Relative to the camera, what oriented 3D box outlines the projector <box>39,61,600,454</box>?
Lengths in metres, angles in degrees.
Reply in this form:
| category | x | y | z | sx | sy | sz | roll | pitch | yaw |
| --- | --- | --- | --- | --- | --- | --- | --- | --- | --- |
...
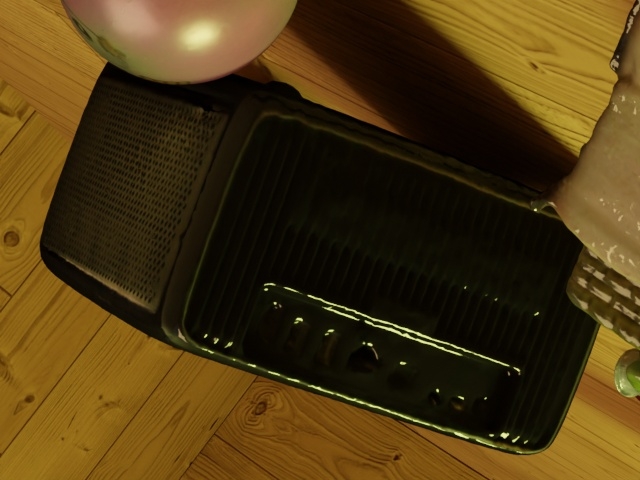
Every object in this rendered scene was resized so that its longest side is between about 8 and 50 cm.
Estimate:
| category | x | y | z | sx | sy | sz | roll | pitch | yaw |
| --- | --- | --- | --- | --- | --- | --- | --- | --- | --- |
| projector | 0.000 | 0.000 | 1.725 | 0.395 | 0.242 | 0.405 | 21 | -179 | -24 |

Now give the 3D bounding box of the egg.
| category | x | y | z | sx | sy | sz | roll | pitch | yaw |
| --- | --- | --- | --- | --- | --- | --- | --- | --- | --- |
| egg | -0.104 | -0.213 | 1.499 | 0.196 | 0.196 | 0.271 | 36 | -173 | 11 |

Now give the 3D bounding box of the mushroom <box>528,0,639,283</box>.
| category | x | y | z | sx | sy | sz | roll | pitch | yaw |
| --- | --- | --- | --- | --- | --- | --- | --- | --- | --- |
| mushroom | 0.242 | -0.076 | 0.907 | 0.173 | 0.162 | 0.236 | 40 | 138 | 21 |

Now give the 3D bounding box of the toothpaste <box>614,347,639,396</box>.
| category | x | y | z | sx | sy | sz | roll | pitch | yaw |
| --- | --- | --- | --- | --- | --- | --- | --- | --- | --- |
| toothpaste | 0.385 | 0.148 | 1.918 | 0.089 | 0.057 | 0.234 | 44 | 162 | -31 |

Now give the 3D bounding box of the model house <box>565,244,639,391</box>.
| category | x | y | z | sx | sy | sz | roll | pitch | yaw |
| --- | --- | --- | --- | --- | --- | --- | --- | --- | --- |
| model house | 0.266 | 0.017 | 1.227 | 0.195 | 0.189 | 0.214 | 37 | 171 | 19 |

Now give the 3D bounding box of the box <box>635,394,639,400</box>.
| category | x | y | z | sx | sy | sz | roll | pitch | yaw |
| --- | --- | --- | --- | --- | --- | --- | --- | --- | --- |
| box | 0.417 | 0.203 | 2.103 | 0.177 | 0.036 | 0.115 | 41 | 171 | -23 |
